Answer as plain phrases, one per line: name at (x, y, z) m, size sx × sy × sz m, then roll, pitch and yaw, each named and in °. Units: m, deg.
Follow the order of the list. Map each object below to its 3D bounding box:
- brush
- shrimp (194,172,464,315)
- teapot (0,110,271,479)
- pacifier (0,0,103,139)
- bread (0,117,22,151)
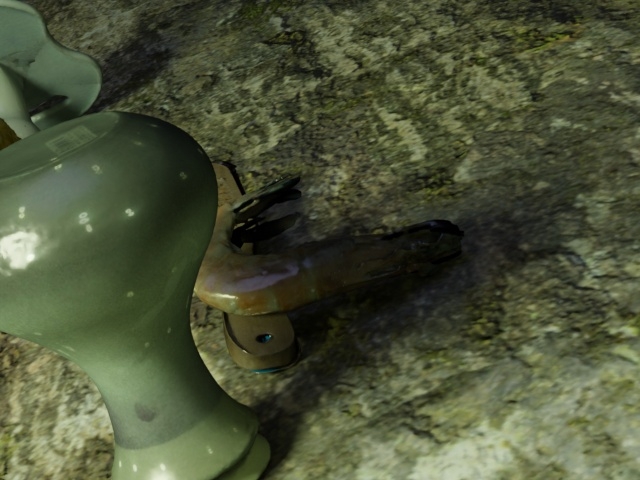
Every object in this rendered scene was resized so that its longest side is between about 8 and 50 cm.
brush at (-0.075, 0.028, 1.219) m, size 0.070 × 0.065 × 0.327 m, roll -7°, pitch 28°, yaw -12°
shrimp at (0.000, 0.000, 1.155) m, size 0.219 × 0.046 × 0.152 m, roll -9°, pitch 34°, yaw -1°
teapot at (-0.124, 0.051, 0.945) m, size 0.183 × 0.251 × 0.183 m, roll -20°, pitch 21°, yaw 8°
pacifier at (-0.399, -0.162, 1.799) m, size 0.244 × 0.299 × 0.233 m, roll -29°, pitch 58°, yaw 13°
bread at (-0.392, -0.036, 1.538) m, size 0.204 × 0.163 × 0.262 m, roll -35°, pitch 8°, yaw 1°
